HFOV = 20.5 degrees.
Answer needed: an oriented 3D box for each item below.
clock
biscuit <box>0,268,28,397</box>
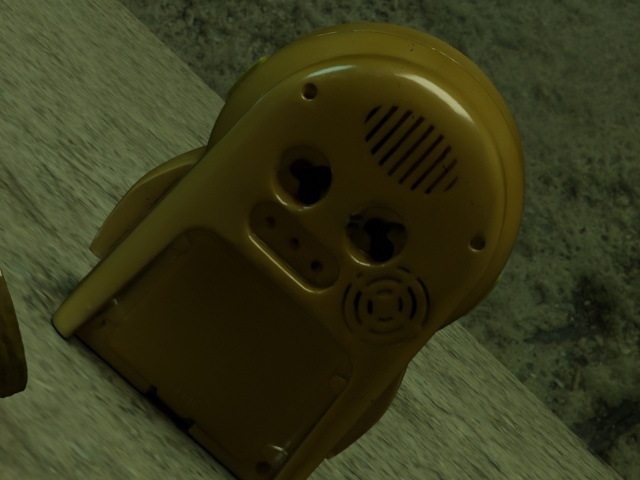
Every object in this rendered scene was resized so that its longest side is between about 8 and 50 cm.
[{"bbox_3d":[0.000,0.000,1.242,0.244,0.317,0.200,42,14,-7],"label":"clock"},{"bbox_3d":[-0.234,-0.046,0.985,0.301,0.049,0.197,64,-18,19],"label":"biscuit"}]
